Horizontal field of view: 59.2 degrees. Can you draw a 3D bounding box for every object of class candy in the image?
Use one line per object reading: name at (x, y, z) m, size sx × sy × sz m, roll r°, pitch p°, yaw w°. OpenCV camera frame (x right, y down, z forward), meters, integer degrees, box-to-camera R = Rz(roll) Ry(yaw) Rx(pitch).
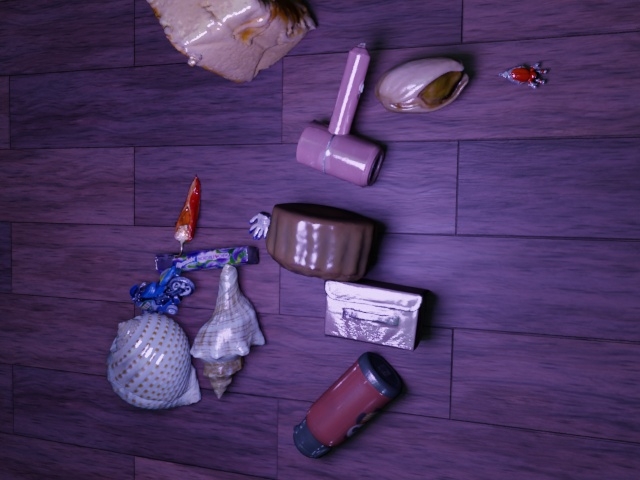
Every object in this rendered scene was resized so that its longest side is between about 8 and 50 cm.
candy at (-0.335, 0.058, 1.669) m, size 0.313 × 0.088 × 0.061 m, roll -6°, pitch 85°, yaw 19°

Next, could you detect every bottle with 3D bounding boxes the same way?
bottle at (0.061, 0.460, 1.539) m, size 0.144 × 0.144 × 0.336 m, roll 47°, pitch 107°, yaw 11°

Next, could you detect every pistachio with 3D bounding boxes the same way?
pistachio at (0.254, -0.398, 1.434) m, size 0.238 × 0.138 × 0.153 m, roll -4°, pitch 63°, yaw 25°

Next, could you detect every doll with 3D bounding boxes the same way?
doll at (0.503, -0.413, 1.405) m, size 0.114 × 0.039 × 0.057 m, roll 6°, pitch 122°, yaw 9°

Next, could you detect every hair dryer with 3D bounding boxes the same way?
hair dryer at (0.081, -0.327, 1.458) m, size 0.210 × 0.125 × 0.352 m, roll 24°, pitch 119°, yaw 15°

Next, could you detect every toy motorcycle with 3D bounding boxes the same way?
toy motorcycle at (-0.484, 0.157, 1.692) m, size 0.136 × 0.092 × 0.254 m, roll 38°, pitch 127°, yaw -26°

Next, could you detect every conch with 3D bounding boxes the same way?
conch at (-0.513, 0.384, 1.675) m, size 0.303 × 0.215 × 0.319 m, roll -28°, pitch 89°, yaw 30°
conch at (-0.259, 0.273, 1.613) m, size 0.169 × 0.203 × 0.386 m, roll 45°, pitch 124°, yaw 55°

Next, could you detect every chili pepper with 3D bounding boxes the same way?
chili pepper at (-0.393, -0.068, 1.680) m, size 0.059 × 0.050 × 0.267 m, roll 1°, pitch 69°, yaw 18°

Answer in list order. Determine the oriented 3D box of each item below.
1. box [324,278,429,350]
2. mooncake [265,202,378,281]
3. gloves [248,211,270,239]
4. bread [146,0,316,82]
box at (0.144, 0.186, 1.476) m, size 0.252 × 0.188 × 0.153 m, roll 7°, pitch 92°, yaw 15°
mooncake at (0.000, 0.000, 1.456) m, size 0.291 × 0.290 × 0.161 m, roll 14°, pitch 100°, yaw 17°
gloves at (-0.179, -0.043, 1.649) m, size 0.064 × 0.026 × 0.086 m, roll 21°, pitch 104°, yaw 17°
bread at (-0.256, -0.642, 1.462) m, size 0.279 × 0.390 × 0.371 m, roll -33°, pitch 81°, yaw 21°
